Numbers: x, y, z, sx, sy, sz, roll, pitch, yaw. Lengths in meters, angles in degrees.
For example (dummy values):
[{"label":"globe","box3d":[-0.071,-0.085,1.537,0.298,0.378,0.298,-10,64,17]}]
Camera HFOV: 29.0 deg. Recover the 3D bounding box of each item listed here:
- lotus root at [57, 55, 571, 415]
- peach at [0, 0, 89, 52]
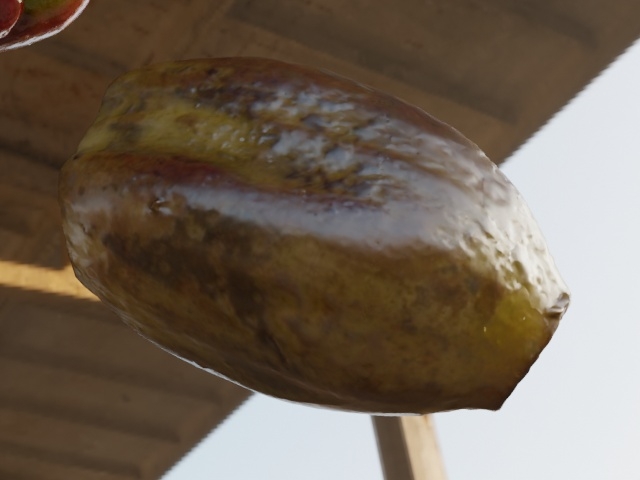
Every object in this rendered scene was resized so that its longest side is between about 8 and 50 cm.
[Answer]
[{"label":"lotus root","box3d":[-0.001,0.008,0.709,0.291,0.193,0.193,18,-27,18]},{"label":"peach","box3d":[-0.287,-0.260,1.026,0.190,0.226,0.196,-22,-45,-36]}]
